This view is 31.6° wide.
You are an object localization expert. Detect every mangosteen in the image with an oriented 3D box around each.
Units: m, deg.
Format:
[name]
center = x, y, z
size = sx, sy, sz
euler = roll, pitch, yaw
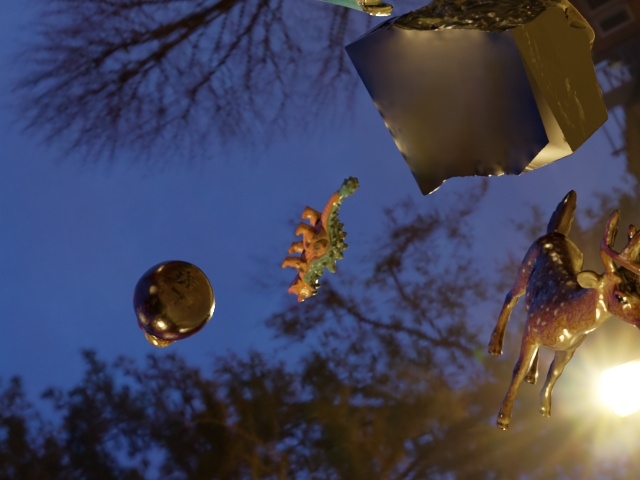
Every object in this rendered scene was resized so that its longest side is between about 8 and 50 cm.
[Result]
[mangosteen]
center = -0.225, 0.099, 1.687
size = 0.140, 0.140, 0.140
euler = 41, -145, -36

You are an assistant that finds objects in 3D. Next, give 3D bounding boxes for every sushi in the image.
[sushi]
center = 0.205, -0.209, 1.366
size = 0.212, 0.227, 0.215
euler = -42, -73, -40

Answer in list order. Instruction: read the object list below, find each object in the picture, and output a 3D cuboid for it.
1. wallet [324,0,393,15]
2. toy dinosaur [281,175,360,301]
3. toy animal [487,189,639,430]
[wallet]
center = -0.011, -0.338, 1.454
size = 0.141, 0.202, 0.059
euler = -22, -55, -67
[toy dinosaur]
center = 0.000, 0.000, 1.087
size = 0.055, 0.154, 0.049
euler = 26, -147, 0
[toy animal]
center = 0.221, 0.046, 1.013
size = 0.087, 0.260, 0.243
euler = 11, -153, -16
